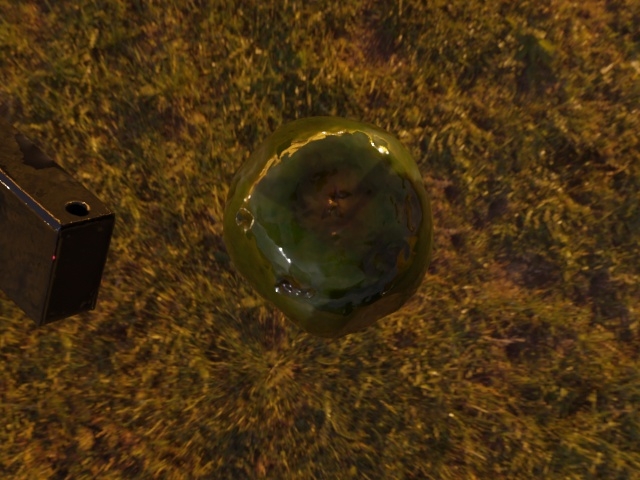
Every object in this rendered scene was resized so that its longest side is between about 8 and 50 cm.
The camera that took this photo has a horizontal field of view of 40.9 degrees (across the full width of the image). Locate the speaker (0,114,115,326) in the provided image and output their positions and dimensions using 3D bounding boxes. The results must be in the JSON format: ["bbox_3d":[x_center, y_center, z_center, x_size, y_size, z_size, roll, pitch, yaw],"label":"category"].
[{"bbox_3d":[-0.224,-0.040,0.568,0.218,0.044,0.082,36,122,27],"label":"speaker"}]

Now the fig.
[{"bbox_3d":[0.000,0.000,0.863,0.206,0.275,0.206,1,78,-6],"label":"fig"}]
